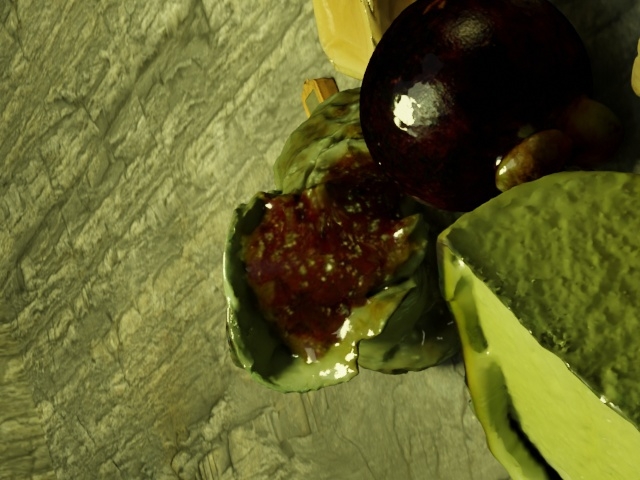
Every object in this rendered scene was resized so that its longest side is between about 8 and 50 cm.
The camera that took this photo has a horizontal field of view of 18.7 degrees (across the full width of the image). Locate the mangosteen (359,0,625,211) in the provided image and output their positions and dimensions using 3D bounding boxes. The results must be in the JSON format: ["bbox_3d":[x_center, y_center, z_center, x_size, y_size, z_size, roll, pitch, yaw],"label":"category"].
[{"bbox_3d":[0.163,-0.116,1.798,0.265,0.228,0.228,46,141,25],"label":"mangosteen"}]

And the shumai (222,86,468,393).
[{"bbox_3d":[0.000,0.000,2.078,0.330,0.288,0.292,68,153,16],"label":"shumai"}]

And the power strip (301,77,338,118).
[{"bbox_3d":[0.022,-0.112,2.281,0.049,0.028,0.178,-49,56,58],"label":"power strip"}]

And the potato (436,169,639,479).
[{"bbox_3d":[0.279,0.122,1.720,0.330,0.212,0.280,44,155,27],"label":"potato"}]

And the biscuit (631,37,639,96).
[{"bbox_3d":[0.368,-0.127,1.570,0.325,0.044,0.217,51,144,43],"label":"biscuit"}]

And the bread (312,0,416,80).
[{"bbox_3d":[0.053,-0.291,2.032,0.136,0.107,0.241,28,135,59],"label":"bread"}]
